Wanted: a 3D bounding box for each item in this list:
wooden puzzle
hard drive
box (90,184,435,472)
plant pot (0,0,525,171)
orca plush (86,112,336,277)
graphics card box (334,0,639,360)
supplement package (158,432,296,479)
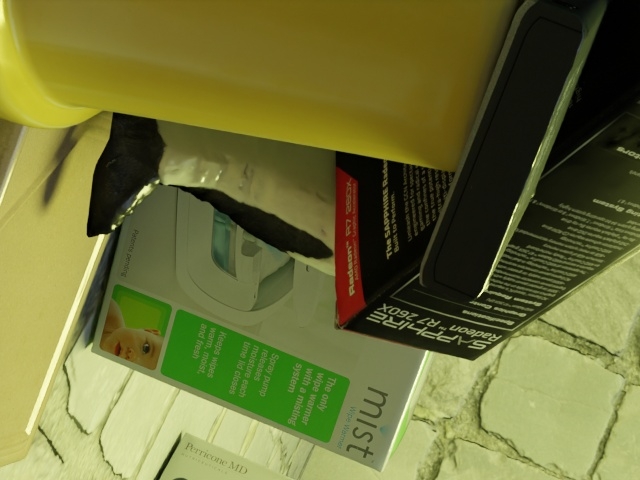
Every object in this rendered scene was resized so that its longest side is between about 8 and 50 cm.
[{"bbox_3d":[-0.167,0.023,0.683,0.238,0.044,0.221,-1,112,-85],"label":"wooden puzzle"},{"bbox_3d":[0.071,-0.042,0.443,0.135,0.022,0.094,-44,154,-67],"label":"hard drive"},{"bbox_3d":[-0.008,-0.010,0.905,0.127,0.231,0.262,-49,160,-65],"label":"box"},{"bbox_3d":[-0.026,-0.141,0.480,0.254,0.239,0.254,23,90,-81],"label":"plant pot"},{"bbox_3d":[0.000,0.000,0.751,0.102,0.287,0.151,-46,-130,50],"label":"orca plush"},{"bbox_3d":[0.132,-0.122,0.591,0.371,0.094,0.233,-45,-144,49],"label":"graphics card box"},{"bbox_3d":[-0.132,0.343,1.296,0.134,0.139,0.244,101,13,-52],"label":"supplement package"}]
